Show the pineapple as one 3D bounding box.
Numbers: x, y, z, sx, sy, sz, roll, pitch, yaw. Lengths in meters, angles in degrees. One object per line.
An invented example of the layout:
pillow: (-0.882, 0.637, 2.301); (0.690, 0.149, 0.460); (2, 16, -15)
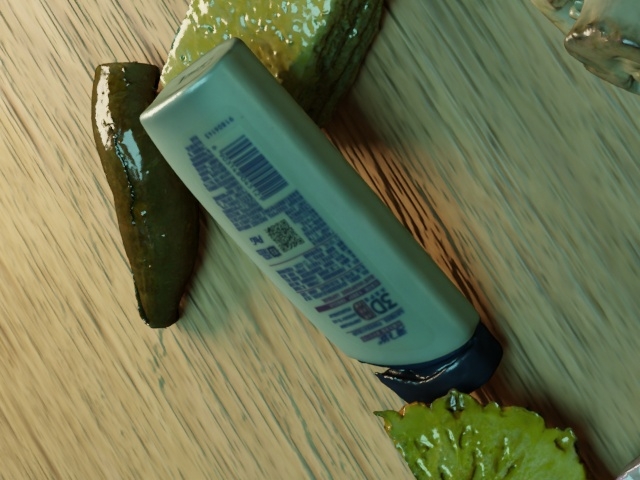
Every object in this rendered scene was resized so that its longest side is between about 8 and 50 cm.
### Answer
pineapple: (0.168, 0.222, 1.158); (0.140, 0.164, 0.249); (-36, 78, -5)

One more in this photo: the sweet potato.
sweet potato: (-0.164, -0.040, 1.309); (0.112, 0.085, 0.285); (-138, 34, -59)

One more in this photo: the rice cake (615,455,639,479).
rice cake: (0.365, 0.109, 0.979); (0.399, 0.070, 0.064); (-45, 72, 37)

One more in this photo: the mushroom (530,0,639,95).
mushroom: (0.230, -0.179, 0.893); (0.254, 0.189, 0.195); (23, 77, 7)

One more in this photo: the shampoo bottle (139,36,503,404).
shampoo bottle: (0.000, 0.000, 1.122); (0.134, 0.078, 0.359); (-28, 113, 38)

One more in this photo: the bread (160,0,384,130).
bread: (-0.036, -0.179, 1.147); (0.138, 0.102, 0.196); (36, 120, 17)
